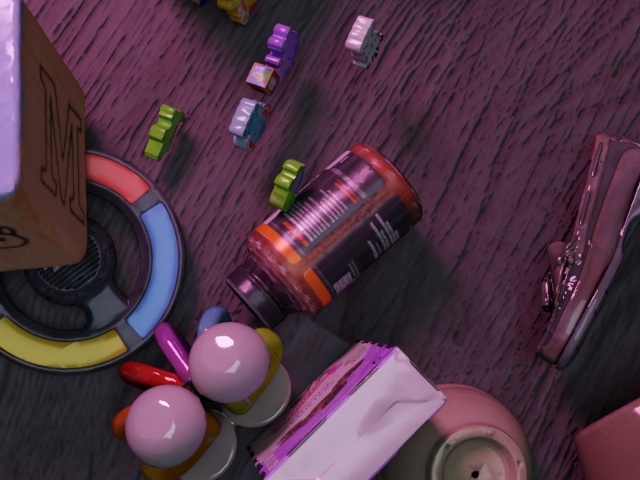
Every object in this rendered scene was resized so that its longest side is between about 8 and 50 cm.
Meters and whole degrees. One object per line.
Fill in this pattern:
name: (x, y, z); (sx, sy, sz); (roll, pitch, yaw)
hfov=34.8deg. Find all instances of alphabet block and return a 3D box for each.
alphabet block: (-0.325, -0.087, 0.906); (0.192, 0.197, 0.193); (-4, 73, 3)

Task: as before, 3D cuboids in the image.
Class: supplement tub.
supplement tub: (0.000, 0.000, 1.024); (0.198, 0.106, 0.106); (-41, 92, -9)

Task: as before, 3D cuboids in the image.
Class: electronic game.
electronic game: (-0.249, 0.019, 1.016); (0.229, 0.048, 0.229); (1, 86, -8)

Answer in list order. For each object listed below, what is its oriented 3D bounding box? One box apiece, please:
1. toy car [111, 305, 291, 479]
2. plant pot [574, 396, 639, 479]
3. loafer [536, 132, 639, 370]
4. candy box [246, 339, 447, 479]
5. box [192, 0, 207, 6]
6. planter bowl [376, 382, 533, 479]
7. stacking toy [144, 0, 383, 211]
toy car: (-0.123, 0.139, 0.984); (0.182, 0.159, 0.136); (-45, 66, -8)
plant pot: (0.376, 0.258, 1.008); (0.263, 0.263, 0.229); (-25, 73, -9)
loafer: (0.280, 0.007, 1.083); (0.084, 0.096, 0.267); (26, 75, 14)
candy box: (0.017, 0.176, 0.968); (0.165, 0.196, 0.070); (-44, 94, -9)
box: (-0.102, -0.320, 1.021); (0.072, 0.126, 0.137); (38, 82, -6)
planter bowl: (0.145, 0.229, 1.028); (0.162, 0.109, 0.162); (1, 86, -9)
stacking toy: (-0.056, -0.151, 1.025); (0.167, 0.052, 0.221); (23, 83, 20)
